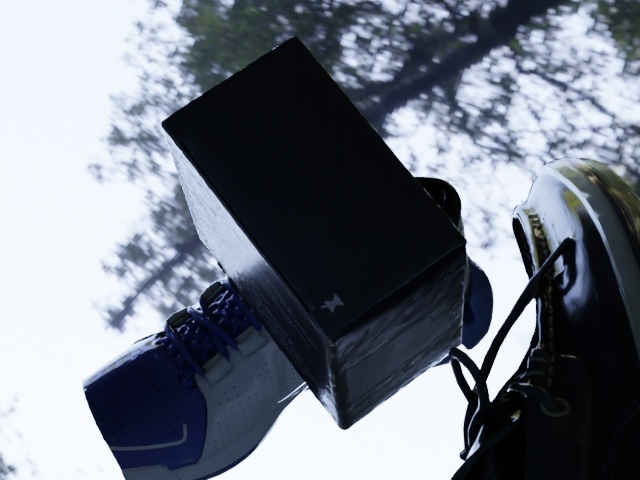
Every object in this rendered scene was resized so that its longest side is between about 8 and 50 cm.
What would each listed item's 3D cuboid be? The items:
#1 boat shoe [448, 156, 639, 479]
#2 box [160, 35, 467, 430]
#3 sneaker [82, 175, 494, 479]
[{"bbox_3d":[0.144,0.126,0.870,0.156,0.500,0.187,-14,-51,10],"label":"boat shoe"},{"bbox_3d":[0.000,0.000,0.873,0.093,0.156,0.158,-34,-21,-10],"label":"box"},{"bbox_3d":[-0.026,0.030,1.092,0.315,0.127,0.182,-24,-44,-16],"label":"sneaker"}]
